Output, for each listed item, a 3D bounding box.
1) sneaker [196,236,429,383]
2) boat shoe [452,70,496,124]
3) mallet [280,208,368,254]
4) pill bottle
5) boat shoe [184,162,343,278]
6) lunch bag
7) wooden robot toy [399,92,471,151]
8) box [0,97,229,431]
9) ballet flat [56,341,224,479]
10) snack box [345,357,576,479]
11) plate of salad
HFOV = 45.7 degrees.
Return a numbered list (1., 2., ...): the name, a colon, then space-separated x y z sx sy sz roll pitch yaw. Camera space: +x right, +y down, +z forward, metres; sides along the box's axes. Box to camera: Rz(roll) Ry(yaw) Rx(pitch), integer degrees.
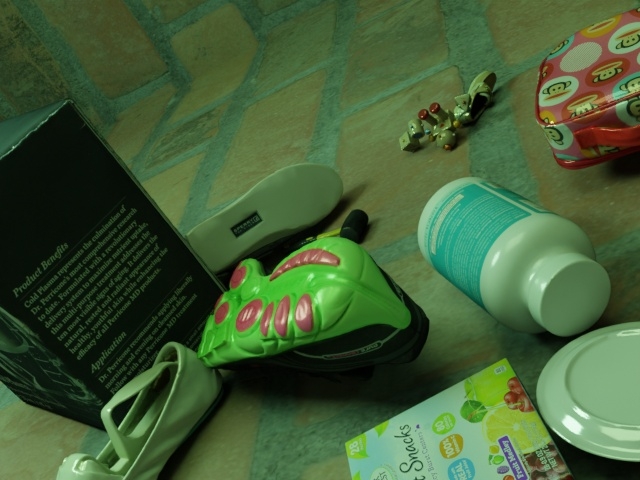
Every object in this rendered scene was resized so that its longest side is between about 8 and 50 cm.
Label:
1. sneaker: -0.028 0.127 1.045 0.185 0.202 0.483 -63 19 -17
2. boat shoe: 0.309 -0.274 1.466 0.045 0.050 0.135 11 60 50
3. mallet: 0.000 0.000 1.365 0.189 0.039 0.062 -23 25 29
4. pill bottle: 0.236 0.021 0.941 0.146 0.146 0.264 -35 26 -4
5. boat shoe: -0.122 -0.033 1.454 0.340 0.127 0.158 -28 -3 -19
6. lunch bag: 0.446 -0.217 1.044 0.293 0.120 0.258 -17 34 32
7. wooden robot toy: 0.218 -0.202 1.417 0.173 0.076 0.079 -28 60 35
8. box: -0.474 0.056 1.305 0.479 0.472 0.297 -2 40 47
9. ballet flat: -0.283 0.304 1.062 0.139 0.139 0.400 -8 37 41
10. snack box: 0.138 0.238 0.773 0.207 0.070 0.174 -31 27 8
11. plate of salad: 0.314 0.148 0.743 0.199 0.048 0.200 -18 26 9
